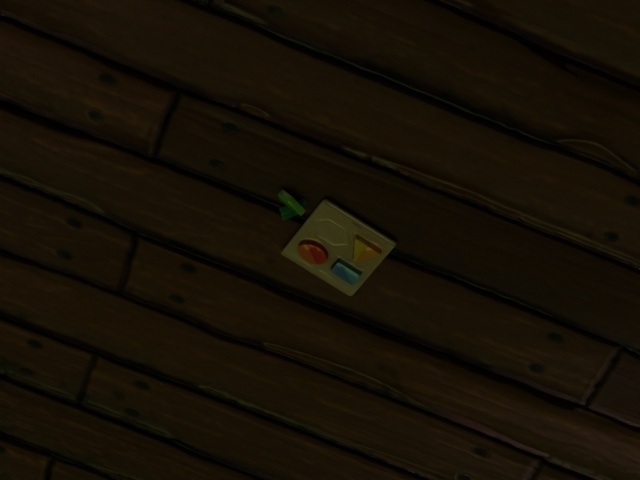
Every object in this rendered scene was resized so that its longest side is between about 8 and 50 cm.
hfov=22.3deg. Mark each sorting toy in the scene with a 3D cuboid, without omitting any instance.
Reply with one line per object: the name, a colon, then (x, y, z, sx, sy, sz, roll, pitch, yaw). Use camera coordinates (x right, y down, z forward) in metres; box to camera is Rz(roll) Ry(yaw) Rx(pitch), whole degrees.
sorting toy: (0.000, 0.000, 1.061, 0.083, 0.012, 0.062, 32, 129, -11)
